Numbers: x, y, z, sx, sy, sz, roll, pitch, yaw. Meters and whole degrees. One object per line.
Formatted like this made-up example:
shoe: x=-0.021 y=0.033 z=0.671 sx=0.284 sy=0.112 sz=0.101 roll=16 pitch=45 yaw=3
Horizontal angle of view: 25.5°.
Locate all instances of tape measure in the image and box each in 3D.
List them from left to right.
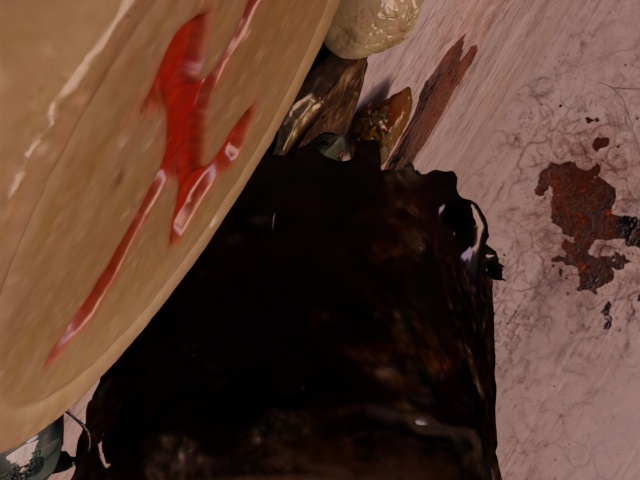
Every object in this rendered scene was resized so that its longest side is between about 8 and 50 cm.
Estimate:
tape measure: x=-0.213 y=0.152 z=0.858 sx=0.107 sy=0.104 sz=0.180 roll=-53 pitch=169 yaw=-56

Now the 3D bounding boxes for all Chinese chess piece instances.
Chinese chess piece: x=-0.108 y=-0.075 z=0.584 sx=0.338 sy=0.140 sz=0.338 roll=-56 pitch=171 yaw=-14

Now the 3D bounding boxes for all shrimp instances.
shrimp: x=0.070 y=-0.136 z=1.677 sx=0.115 sy=0.051 sz=0.217 roll=-66 pitch=170 yaw=5

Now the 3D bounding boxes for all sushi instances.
sushi: x=-0.013 y=0.108 z=1.020 sx=0.281 sy=0.299 sz=0.294 roll=87 pitch=7 yaw=-55

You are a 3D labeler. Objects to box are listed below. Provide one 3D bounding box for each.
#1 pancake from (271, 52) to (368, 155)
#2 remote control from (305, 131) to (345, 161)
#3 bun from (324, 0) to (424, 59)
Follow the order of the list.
pancake: x=-0.036 y=-0.060 z=1.403 sx=0.286 sy=0.033 sz=0.288 roll=-53 pitch=169 yaw=-29
remote control: x=-0.024 y=-0.012 z=1.383 sx=0.072 sy=0.042 sz=0.222 roll=-48 pitch=164 yaw=-48
bun: x=0.053 y=-0.209 z=1.268 sx=0.115 sy=0.069 sz=0.115 roll=-55 pitch=170 yaw=-15
